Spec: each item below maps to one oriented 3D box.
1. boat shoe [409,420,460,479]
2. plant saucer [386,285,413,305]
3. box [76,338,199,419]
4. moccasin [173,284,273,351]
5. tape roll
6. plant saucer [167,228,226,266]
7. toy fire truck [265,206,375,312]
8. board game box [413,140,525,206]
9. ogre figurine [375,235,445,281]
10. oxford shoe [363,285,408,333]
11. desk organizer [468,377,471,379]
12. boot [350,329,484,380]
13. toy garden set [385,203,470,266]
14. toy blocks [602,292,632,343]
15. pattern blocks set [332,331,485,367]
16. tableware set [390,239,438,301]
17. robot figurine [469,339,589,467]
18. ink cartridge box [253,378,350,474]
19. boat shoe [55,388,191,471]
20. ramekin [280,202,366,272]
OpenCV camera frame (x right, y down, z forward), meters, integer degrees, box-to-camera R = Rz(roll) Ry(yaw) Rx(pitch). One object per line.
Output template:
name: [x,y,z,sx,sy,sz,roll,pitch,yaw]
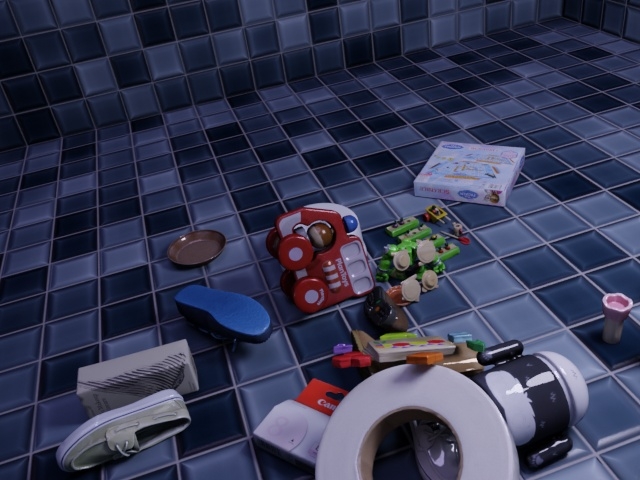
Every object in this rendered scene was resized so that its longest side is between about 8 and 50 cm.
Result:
boat shoe: [0.242,0.408,1.319,0.096,0.088,0.268,-8,34,1]
plant saucer: [0.224,0.157,1.756,0.083,0.013,0.084,-6,35,4]
box: [-0.452,0.346,1.555,0.274,0.113,0.094,-16,36,-8]
moccasin: [-0.253,0.211,1.703,0.341,0.117,0.137,19,43,40]
tape roll: [0.177,0.428,1.189,0.391,0.072,0.392,-15,52,20]
plant saucer: [-0.405,0.032,2.067,0.198,0.036,0.199,-7,34,5]
toy fire truck: [0.002,0.044,1.735,0.253,0.302,0.169,-22,16,-12]
board game box: [0.534,-0.244,2.221,0.318,0.066,0.318,10,39,26]
ogre figurine: [0.258,0.056,1.803,0.196,0.118,0.097,4,36,18]
oxford shoe: [0.176,0.193,1.670,0.083,0.096,0.227,-53,18,11]
desk organizer: [0.347,0.347,1.417,0.130,0.050,0.047,-16,35,-9]
boot: [0.225,0.279,1.525,0.269,0.089,0.236,-9,27,-10]
toy garden set: [0.354,-0.032,1.969,0.203,0.049,0.244,-24,37,-20]
toy blocks: [0.856,0.137,1.418,0.288,0.260,0.309,-26,38,-24]
pattern blocks set: [0.190,0.238,1.366,0.324,0.026,0.285,-4,1,3]
tableware set: [0.269,0.083,1.735,0.141,0.169,0.020,-14,6,-27]
robot figurine: [0.419,0.339,1.310,0.278,0.209,0.173,-18,18,-12]
ink cartridge box: [-0.010,0.404,1.417,0.189,0.066,0.232,14,45,31]
boat shoe: [-0.442,0.440,1.421,0.302,0.109,0.094,-25,39,-26]
ramekin: [0.000,0.000,1.930,0.277,0.135,0.277,-6,34,4]
